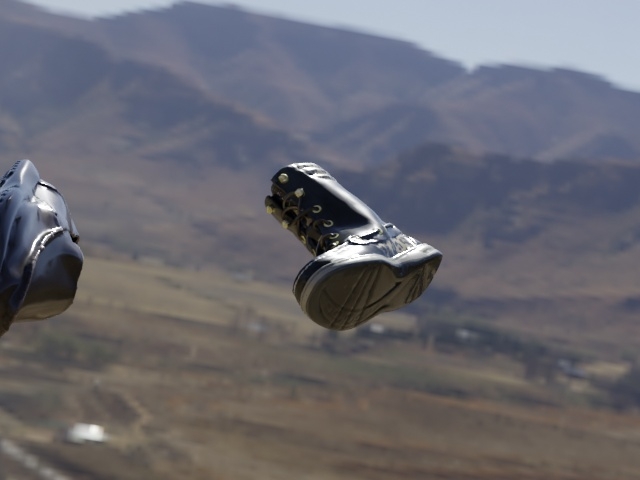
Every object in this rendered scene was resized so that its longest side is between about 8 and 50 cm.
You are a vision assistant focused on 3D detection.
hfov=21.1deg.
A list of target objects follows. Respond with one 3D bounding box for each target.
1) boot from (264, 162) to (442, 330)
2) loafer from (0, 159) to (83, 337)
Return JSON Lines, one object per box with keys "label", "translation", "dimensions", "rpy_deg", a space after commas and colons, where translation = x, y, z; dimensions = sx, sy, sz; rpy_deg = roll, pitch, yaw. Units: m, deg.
{"label": "boot", "translation": [0.000, 0.001, 1.725], "dimensions": [0.178, 0.085, 0.236], "rpy_deg": [38, 24, 23]}
{"label": "loafer", "translation": [-0.176, 0.012, 1.031], "dimensions": [0.078, 0.080, 0.220], "rpy_deg": [39, 16, -13]}
